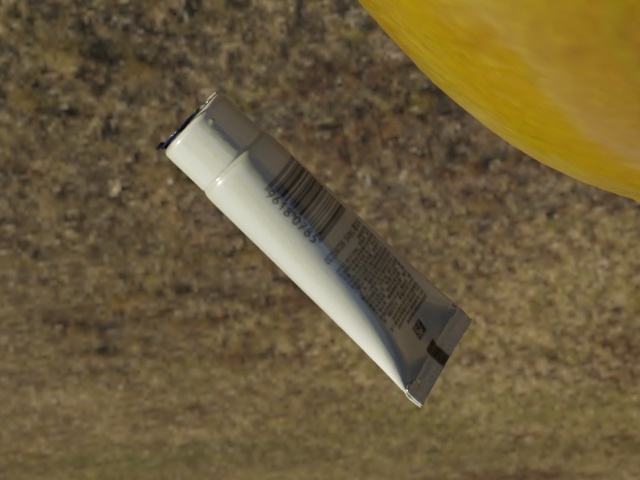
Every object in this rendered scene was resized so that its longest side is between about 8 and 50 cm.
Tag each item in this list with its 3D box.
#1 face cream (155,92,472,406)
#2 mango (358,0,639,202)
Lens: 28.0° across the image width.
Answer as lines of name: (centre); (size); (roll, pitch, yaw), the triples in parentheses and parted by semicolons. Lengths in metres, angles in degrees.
face cream: (0.000, 0.000, 0.861); (0.058, 0.244, 0.092); (-38, -169, 48)
mango: (0.069, -0.178, 0.397); (0.232, 0.300, 0.446); (-40, 125, 18)
